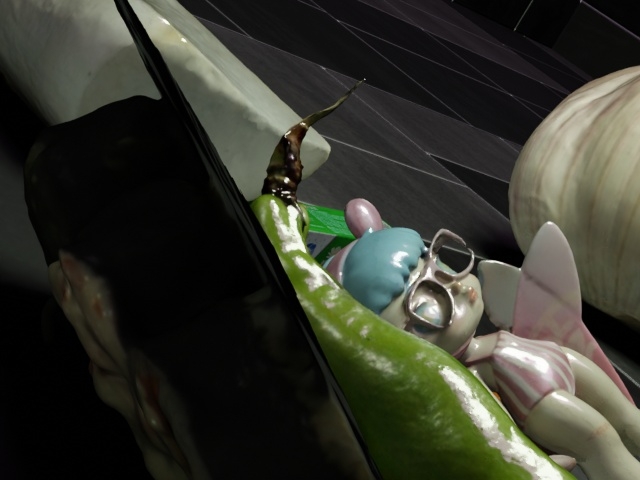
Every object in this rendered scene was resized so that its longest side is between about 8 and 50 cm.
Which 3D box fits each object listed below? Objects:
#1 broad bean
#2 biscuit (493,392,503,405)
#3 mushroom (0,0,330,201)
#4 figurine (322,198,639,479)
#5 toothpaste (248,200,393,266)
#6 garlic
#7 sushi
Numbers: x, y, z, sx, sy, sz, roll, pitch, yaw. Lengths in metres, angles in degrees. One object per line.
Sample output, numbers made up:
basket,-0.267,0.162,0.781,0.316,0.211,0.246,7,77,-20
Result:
broad bean,0.051,0.070,0.857,0.318,0.098,0.056,61,14,18
biscuit,0.082,0.082,1.102,0.091,0.015,0.078,29,12,-10
mushroom,-0.162,-0.153,1.189,0.177,0.126,0.397,27,12,-41
figurine,0.097,0.097,0.957,0.260,0.103,0.205,31,50,-6
toothpaste,0.000,0.000,1.173,0.043,0.037,0.178,43,18,28
garlic,0.329,-0.031,1.501,0.317,0.259,0.317,34,-6,4
sushi,-0.063,0.049,0.724,0.296,0.100,0.373,66,-5,-34
